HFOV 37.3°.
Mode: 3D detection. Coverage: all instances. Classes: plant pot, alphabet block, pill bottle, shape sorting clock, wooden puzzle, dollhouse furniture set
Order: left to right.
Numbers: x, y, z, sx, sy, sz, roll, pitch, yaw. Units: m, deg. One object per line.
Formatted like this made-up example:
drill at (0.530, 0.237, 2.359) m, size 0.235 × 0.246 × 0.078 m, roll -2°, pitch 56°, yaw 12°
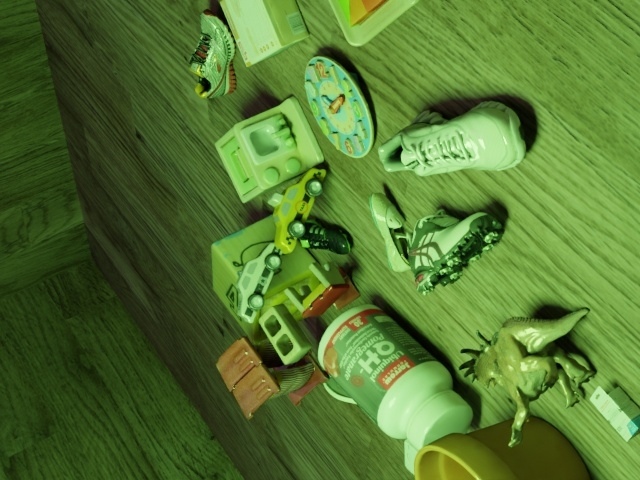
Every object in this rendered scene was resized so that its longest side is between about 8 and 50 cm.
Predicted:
alphabet block at (-0.132, 0.091, 2.259) m, size 0.197 × 0.192 × 0.193 m, roll 48°, pitch 154°, yaw 30°
dollhouse furniture set at (-0.032, 0.215, 2.067) m, size 0.374 × 0.201 × 0.152 m, roll -46°, pitch 67°, yaw 28°
shape sorting clock at (0.031, -0.247, 1.769) m, size 0.206 × 0.040 × 0.206 m, roll 46°, pitch 151°, yaw 36°
wooden puzzle at (0.056, -0.443, 1.518) m, size 0.220 × 0.044 × 0.239 m, roll 65°, pitch 156°, yaw -3°
pill bottle at (0.151, 0.281, 1.886) m, size 0.318 × 0.176 × 0.176 m, roll 41°, pitch 148°, yaw 41°
plant pot at (0.329, 0.438, 1.645) m, size 0.291 × 0.204 × 0.290 m, roll 45°, pitch 149°, yaw 36°

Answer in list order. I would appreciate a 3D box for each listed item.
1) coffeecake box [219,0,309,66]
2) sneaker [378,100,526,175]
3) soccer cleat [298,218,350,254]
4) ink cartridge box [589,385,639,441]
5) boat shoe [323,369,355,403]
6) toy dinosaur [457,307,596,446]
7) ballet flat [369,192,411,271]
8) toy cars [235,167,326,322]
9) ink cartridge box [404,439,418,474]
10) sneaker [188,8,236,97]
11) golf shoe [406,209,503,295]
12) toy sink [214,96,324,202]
coffeecake box at (-0.112, -0.432, 1.841) m, size 0.185 × 0.068 × 0.142 m, roll -5°, pitch 110°, yaw 65°
sneaker at (0.197, -0.142, 1.444) m, size 0.292 × 0.118 × 0.110 m, roll 2°, pitch 113°, yaw 62°
soccer cleat at (0.000, 0.000, 2.040) m, size 0.179 × 0.072 × 0.060 m, roll 26°, pitch 136°, yaw 54°
ink cartridge box at (0.451, 0.255, 1.429) m, size 0.083 × 0.028 × 0.048 m, roll 51°, pitch 153°, yaw 26°
boat shoe at (0.103, 0.316, 2.112) m, size 0.305 × 0.109 × 0.091 m, roll 21°, pitch 128°, yaw 53°
toy dinosaur at (0.319, 0.186, 1.526) m, size 0.200 × 0.127 × 0.295 m, roll 55°, pitch 150°, yaw 35°
ballet flat at (0.141, -0.019, 1.778) m, size 0.052 × 0.057 × 0.168 m, roll -4°, pitch 117°, yaw 35°
toy cars at (-0.106, 0.004, 2.000) m, size 0.176 × 0.087 × 0.393 m, roll -79°, pitch 16°, yaw -57°
ink cartridge box at (0.233, 0.418, 1.920) m, size 0.052 × 0.123 × 0.088 m, roll 40°, pitch 147°, yaw 43°
sneaker at (-0.243, -0.407, 2.105) m, size 0.088 × 0.093 × 0.225 m, roll 45°, pitch 149°, yaw 37°
golf shoe at (0.206, 0.000, 1.588) m, size 0.120 × 0.105 × 0.273 m, roll 66°, pitch 157°, yaw 13°
toy sink at (-0.116, -0.188, 2.017) m, size 0.152 × 0.131 × 0.234 m, roll 65°, pitch 156°, yaw -3°
